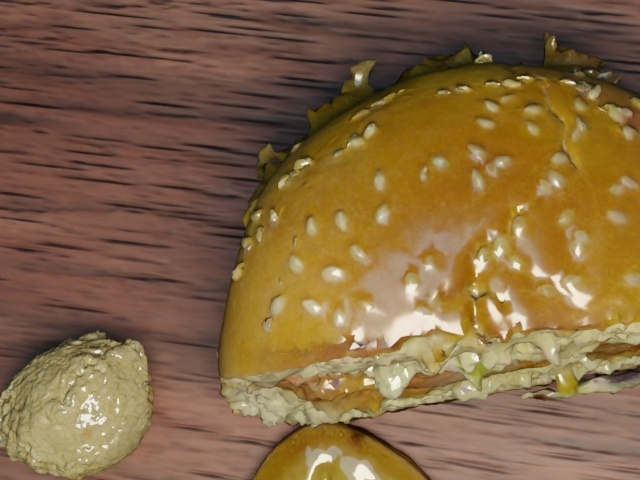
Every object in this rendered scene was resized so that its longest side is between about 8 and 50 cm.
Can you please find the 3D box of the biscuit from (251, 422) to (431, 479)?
[{"bbox_3d":[0.061,0.280,1.227,0.154,0.045,0.299,-40,81,1],"label":"biscuit"}]

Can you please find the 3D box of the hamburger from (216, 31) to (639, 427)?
[{"bbox_3d":[0.117,-0.020,1.141,0.446,0.268,0.286,-11,76,1],"label":"hamburger"}]

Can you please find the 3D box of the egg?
[{"bbox_3d":[-0.202,0.139,1.238,0.140,0.116,0.118,-17,82,14],"label":"egg"}]
